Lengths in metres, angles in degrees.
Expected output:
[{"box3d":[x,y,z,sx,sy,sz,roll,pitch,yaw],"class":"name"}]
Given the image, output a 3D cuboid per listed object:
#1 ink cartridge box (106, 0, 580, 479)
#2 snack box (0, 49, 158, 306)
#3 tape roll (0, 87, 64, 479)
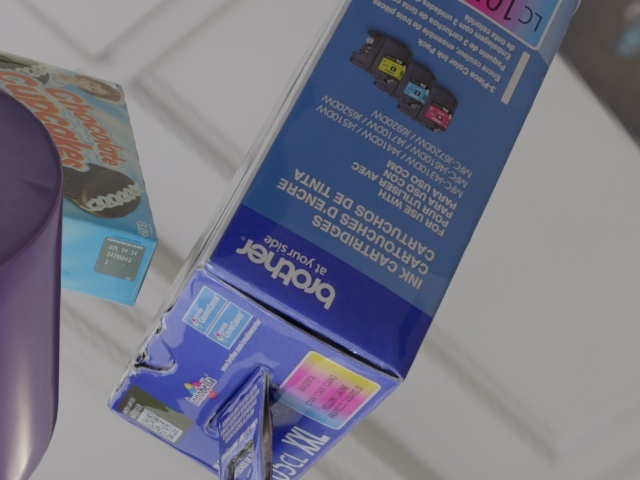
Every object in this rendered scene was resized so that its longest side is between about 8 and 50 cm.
[{"box3d":[0.000,0.000,1.172,0.151,0.270,0.395,32,-120,-4],"class":"ink cartridge box"},{"box3d":[-0.231,-0.065,1.298,0.187,0.060,0.322,15,-160,-18],"class":"snack box"},{"box3d":[-0.167,0.013,0.480,0.189,0.189,0.080,-90,4,-61],"class":"tape roll"}]
